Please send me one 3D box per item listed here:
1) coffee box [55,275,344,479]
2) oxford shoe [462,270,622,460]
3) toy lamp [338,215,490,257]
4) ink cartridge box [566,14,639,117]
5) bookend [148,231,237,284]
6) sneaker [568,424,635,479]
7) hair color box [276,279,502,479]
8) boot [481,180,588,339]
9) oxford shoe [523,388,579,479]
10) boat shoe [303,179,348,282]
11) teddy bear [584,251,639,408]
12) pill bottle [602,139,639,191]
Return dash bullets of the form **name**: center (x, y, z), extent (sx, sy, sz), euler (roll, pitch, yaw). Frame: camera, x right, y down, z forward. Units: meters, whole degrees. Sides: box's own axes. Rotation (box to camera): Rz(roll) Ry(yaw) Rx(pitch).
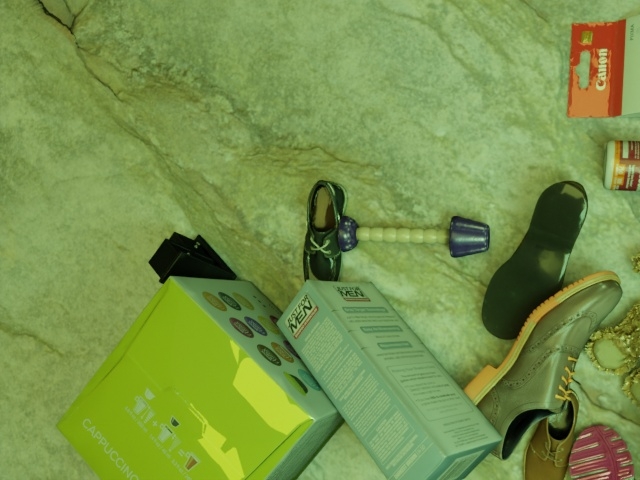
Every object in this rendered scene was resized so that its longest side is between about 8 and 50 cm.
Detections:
- **coffee box**: center (-0.178, 0.301, 1.280), extent (0.337, 0.334, 0.338), euler (42, 98, 17)
- **oxford shoe**: center (0.385, 0.210, 1.193), extent (0.364, 0.129, 0.133), euler (-54, 43, 18)
- **toy lamp**: center (0.172, -0.008, 1.331), extent (0.274, 0.080, 0.080), euler (0, 85, 18)
- **ink cartridge box**: center (0.551, -0.305, 1.249), extent (0.224, 0.056, 0.181), euler (3, 86, 16)
- **bookend**: center (-0.270, 0.034, 1.405), extent (0.072, 0.156, 0.157), euler (-53, 50, 6)
- **sneaker**: center (0.476, 0.435, 1.183), extent (0.102, 0.111, 0.253), euler (-12, 59, 20)
- **hair color box**: center (0.109, 0.233, 1.215), extent (0.114, 0.185, 0.374), euler (-54, 55, 23)
- **boot**: center (0.382, 0.037, 1.254), extent (0.112, 0.115, 0.306), euler (30, 113, 18)
- **oxford shoe**: center (0.391, 0.357, 1.229), extent (0.076, 0.076, 0.213), euler (11, 90, 17)
- **boat shoe**: center (0.000, 0.000, 1.387), extent (0.083, 0.079, 0.233), euler (6, 88, 17)
- **teddy bear**: center (0.601, 0.129, 1.177), extent (0.245, 0.113, 0.338), euler (31, 103, 25)
- **pill bottle**: center (0.559, -0.124, 1.211), extent (0.151, 0.086, 0.086), euler (4, 86, 19)
